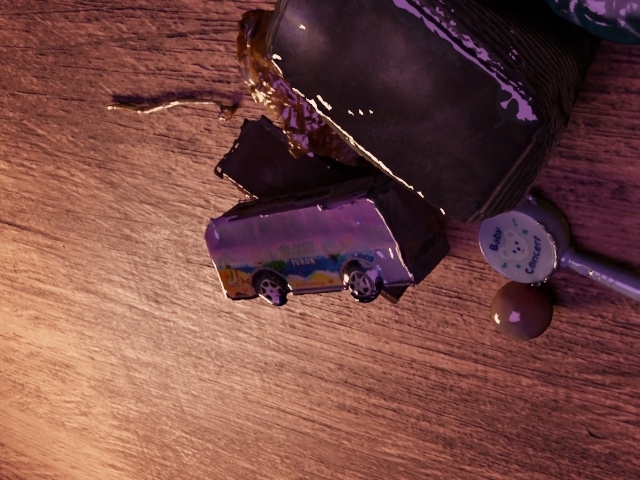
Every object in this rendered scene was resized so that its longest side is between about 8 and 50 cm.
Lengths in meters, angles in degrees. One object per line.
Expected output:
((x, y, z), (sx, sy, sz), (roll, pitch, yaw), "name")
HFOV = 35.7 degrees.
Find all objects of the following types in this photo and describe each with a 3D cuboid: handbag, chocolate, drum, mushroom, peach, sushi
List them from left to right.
((-0.240, -0.210, 1.553), (0.286, 0.028, 0.026), (10, 168, 37), "mushroom")
((0.002, -0.182, 1.262), (0.296, 0.167, 0.179), (34, 132, 0), "sushi")
((0.007, -0.040, 1.392), (0.321, 0.112, 0.112), (36, 172, 12), "chocolate")
((0.132, -0.205, 1.068), (0.341, 0.240, 0.247), (40, 140, 9), "handbag")
((0.265, 0.090, 1.299), (0.083, 0.083, 0.083), (23, 133, 27), "peach")
((0.310, 0.038, 1.240), (0.253, 0.049, 0.130), (37, 137, 14), "drum")

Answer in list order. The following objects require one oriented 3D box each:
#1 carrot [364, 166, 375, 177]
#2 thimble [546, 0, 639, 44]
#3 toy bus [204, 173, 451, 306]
((0.108, -0.109, 1.307), (0.055, 0.055, 0.161), (49, 146, -1), "carrot")
((0.324, -0.310, 0.876), (0.288, 0.167, 0.254), (1, 121, 42), "thimble")
((0.000, 0.000, 1.235), (0.317, 0.112, 0.138), (-9, 113, 41), "toy bus")
